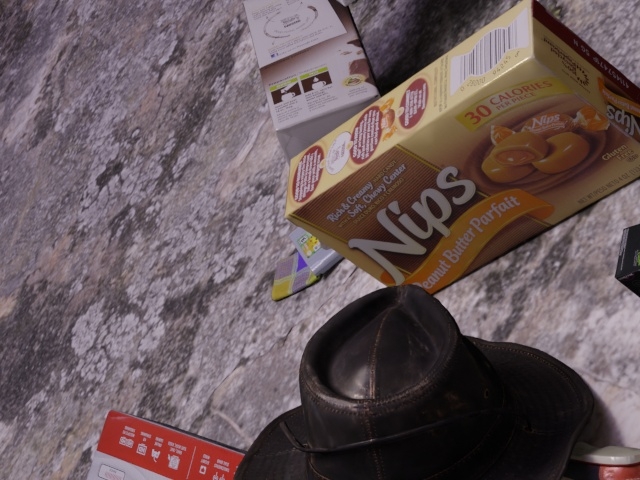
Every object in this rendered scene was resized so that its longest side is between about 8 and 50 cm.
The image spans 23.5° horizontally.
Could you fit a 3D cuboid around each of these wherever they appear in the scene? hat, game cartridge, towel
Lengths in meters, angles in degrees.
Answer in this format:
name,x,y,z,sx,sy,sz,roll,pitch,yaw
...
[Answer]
name,x,y,z,sx,sy,sz,roll,pitch,yaw
hat,0.060,0.119,1.259,0.331,0.134,0.331,-16,20,6
game cartridge,0.000,0.000,1.736,0.056,0.017,0.083,-37,39,2
towel,-0.025,0.034,1.761,0.083,0.009,0.060,-25,41,43

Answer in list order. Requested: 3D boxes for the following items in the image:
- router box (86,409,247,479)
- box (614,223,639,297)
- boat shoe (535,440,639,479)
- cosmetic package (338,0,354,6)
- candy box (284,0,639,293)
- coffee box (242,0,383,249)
name,x,y,z,sx,sy,sz,roll,pitch,yaw
router box,-0.114,0.336,1.406,0.335,0.082,0.301,9,80,48
box,0.294,0.015,1.256,0.083,0.062,0.052,-21,43,46
boat shoe,0.208,0.186,1.234,0.137,0.049,0.043,-3,97,55
cosmetic package,0.123,-0.437,1.722,0.385,0.156,0.217,-31,29,-5
candy box,0.138,-0.075,1.452,0.316,0.183,0.087,-31,37,36
coffee box,0.008,-0.152,1.708,0.119,0.168,0.297,-20,37,3
